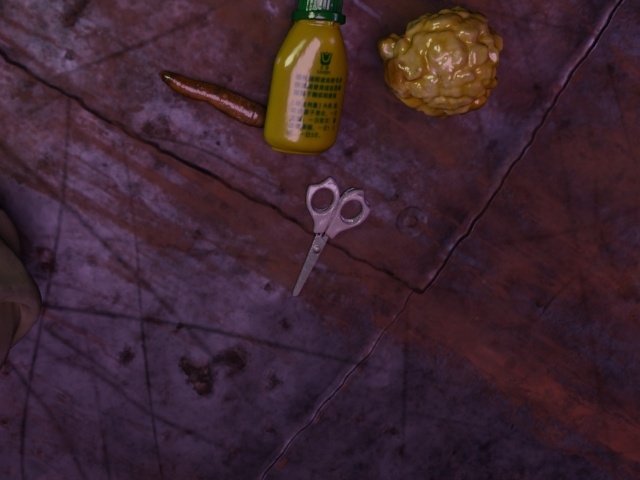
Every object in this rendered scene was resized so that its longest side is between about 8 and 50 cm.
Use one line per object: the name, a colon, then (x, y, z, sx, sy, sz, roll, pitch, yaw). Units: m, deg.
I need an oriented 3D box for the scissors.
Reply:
scissors: (0.000, 0.000, 1.561, 0.100, 0.015, 0.189, 21, 106, -16)

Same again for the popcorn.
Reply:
popcorn: (0.160, -0.241, 1.425, 0.180, 0.180, 0.170, 26, 120, -18)

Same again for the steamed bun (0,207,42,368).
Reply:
steamed bun: (-0.519, 0.047, 1.348, 0.342, 0.255, 0.368, -36, 83, 21)

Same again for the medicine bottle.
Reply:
medicine bottle: (-0.007, -0.268, 1.430, 0.111, 0.076, 0.309, -2, 110, -35)

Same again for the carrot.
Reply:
carrot: (-0.144, -0.196, 1.453, 0.165, 0.035, 0.036, 24, 103, -15)
